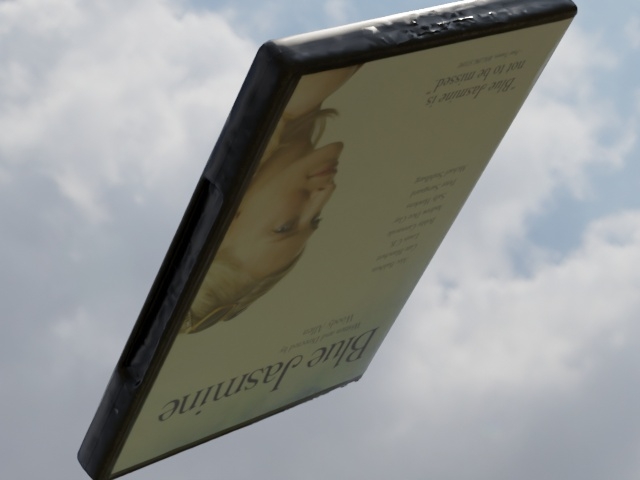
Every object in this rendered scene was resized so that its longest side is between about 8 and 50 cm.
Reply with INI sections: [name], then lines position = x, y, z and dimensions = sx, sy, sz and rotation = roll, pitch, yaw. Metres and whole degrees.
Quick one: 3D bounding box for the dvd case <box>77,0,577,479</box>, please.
[dvd case]
position = 0.000, 0.000, 0.738
dimensions = 0.180, 0.022, 0.253
rotation = -18, -33, -43
